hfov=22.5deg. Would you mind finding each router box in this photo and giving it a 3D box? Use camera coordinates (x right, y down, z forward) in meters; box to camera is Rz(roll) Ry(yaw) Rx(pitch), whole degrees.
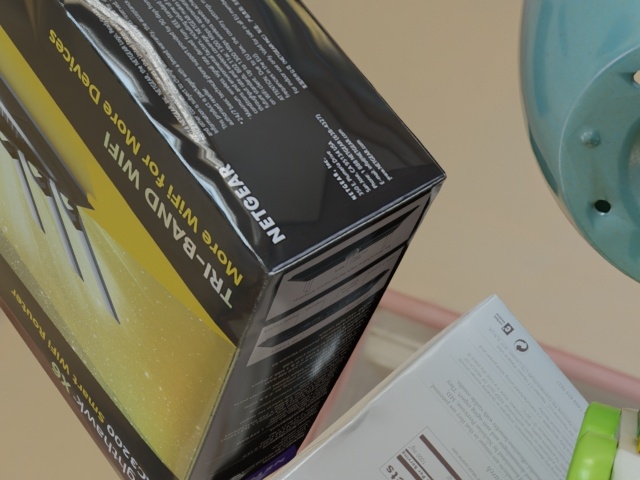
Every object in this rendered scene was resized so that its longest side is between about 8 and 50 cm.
[{"bbox_3d":[-0.102,-0.059,0.655,0.081,0.309,0.243,-29,-20,-27],"label":"router box"}]

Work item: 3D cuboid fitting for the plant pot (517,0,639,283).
[{"bbox_3d":[0.243,-0.100,0.904,0.235,0.293,0.293,-65,-20,-47],"label":"plant pot"}]

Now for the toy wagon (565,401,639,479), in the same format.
[{"bbox_3d":[0.258,0.152,0.818,0.344,0.267,0.068,-6,-69,-79],"label":"toy wagon"}]

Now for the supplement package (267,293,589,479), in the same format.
[{"bbox_3d":[0.048,0.171,1.029,0.244,0.134,0.139,-38,-4,-23],"label":"supplement package"}]
